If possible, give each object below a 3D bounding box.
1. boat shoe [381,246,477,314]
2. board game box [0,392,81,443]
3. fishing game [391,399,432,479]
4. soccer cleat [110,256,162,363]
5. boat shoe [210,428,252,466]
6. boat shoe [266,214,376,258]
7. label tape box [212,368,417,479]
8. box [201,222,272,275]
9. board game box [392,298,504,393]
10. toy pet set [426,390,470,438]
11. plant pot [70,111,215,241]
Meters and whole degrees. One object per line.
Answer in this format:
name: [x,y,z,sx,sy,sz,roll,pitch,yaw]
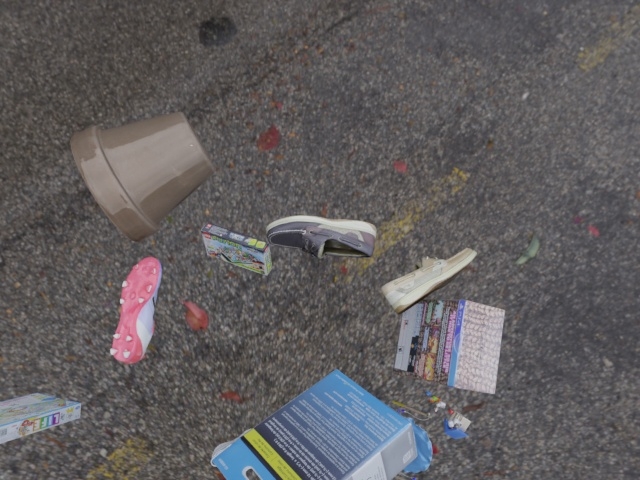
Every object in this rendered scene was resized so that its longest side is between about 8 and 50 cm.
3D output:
boat shoe: [0.305,0.089,1.529,0.302,0.109,0.098,-31,72,-18]
board game box: [-0.479,0.278,0.872,0.104,0.154,0.026,5,89,23]
fishing game: [0.266,0.627,1.701,0.189,0.264,0.041,8,13,38]
soccer cleat: [-0.417,0.162,1.277,0.083,0.095,0.248,9,80,14]
boat shoe: [-0.233,0.588,1.550,0.184,0.063,0.066,-23,103,18]
boat shoe: [0.000,0.000,1.403,0.285,0.102,0.092,2,59,1]
label tape box: [-0.010,0.453,1.151,0.348,0.115,0.249,-31,34,-26]
box: [-0.245,0.025,1.611,0.207,0.114,0.036,17,50,18]
board game box: [0.361,0.296,1.582,0.141,0.291,0.232,16,79,-24]
toy pet set: [0.335,0.477,1.469,0.114,0.122,0.065,36,87,-22]
plant pot: [-0.363,-0.162,1.192,0.229,0.263,0.263,-30,70,-4]
